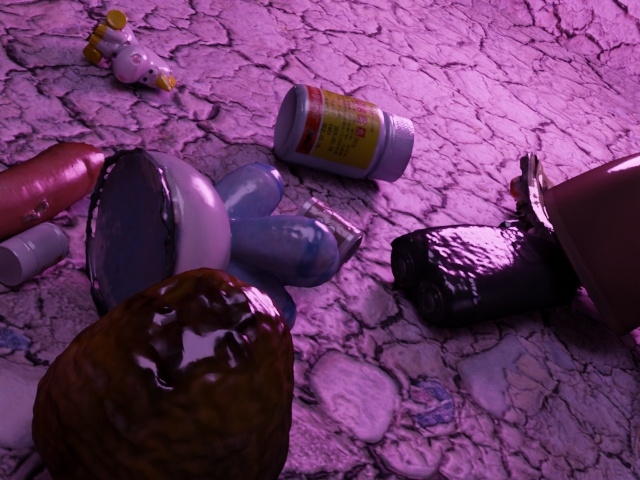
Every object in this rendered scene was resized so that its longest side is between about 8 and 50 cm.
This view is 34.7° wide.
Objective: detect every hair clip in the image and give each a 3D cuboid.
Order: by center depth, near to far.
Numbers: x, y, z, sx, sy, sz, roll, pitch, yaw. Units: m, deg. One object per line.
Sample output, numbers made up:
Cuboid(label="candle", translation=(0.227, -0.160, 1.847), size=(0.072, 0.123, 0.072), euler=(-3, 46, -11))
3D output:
Cuboid(label="hair clip", translation=(0.414, -0.028, 1.900), size=(0.138, 0.091, 0.321), euler=(50, 21, -33))

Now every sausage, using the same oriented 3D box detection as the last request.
Cuboid(label="sausage", translation=(-0.420, -0.039, 1.310), size=(0.094, 0.094, 0.419), euler=(46, 33, 3))

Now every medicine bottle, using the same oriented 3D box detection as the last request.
Cuboid(label="medicine bottle", translation=(-0.368, 0.017, 1.295), size=(0.057, 0.057, 0.089), euler=(34, 31, 12))
Cuboid(label="medicine bottle", translation=(0.039, -0.185, 1.809), size=(0.225, 0.139, 0.139), euler=(13, 34, -21))

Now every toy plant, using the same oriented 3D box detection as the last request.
Cuboid(label="toy plant", translation=(-0.115, 0.008, 1.348), size=(0.332, 0.247, 0.247), euler=(5, 37, -38))

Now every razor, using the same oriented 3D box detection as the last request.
Cuboid(label="razor", translation=(0.271, 0.050, 1.663), size=(0.326, 0.107, 0.189), euler=(-4, 44, -40))

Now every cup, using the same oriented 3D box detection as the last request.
Cuboid(label="cup", translation=(0.004, -0.006, 1.581), size=(0.099, 0.074, 0.102), euler=(35, 33, 14))

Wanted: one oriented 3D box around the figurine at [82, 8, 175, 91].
Cuboid(label="figurine", translation=(-0.328, -0.324, 1.804), size=(0.178, 0.109, 0.129), euler=(40, 12, 16))

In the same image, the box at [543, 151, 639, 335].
Cuboid(label="box", translation=(0.530, -0.012, 1.711), size=(0.301, 0.216, 0.301), euler=(47, 25, -30))

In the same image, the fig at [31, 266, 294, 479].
Cuboid(label="fig", translation=(-0.110, 0.225, 1.046), size=(0.286, 0.286, 0.369), euler=(-31, 91, -54))
